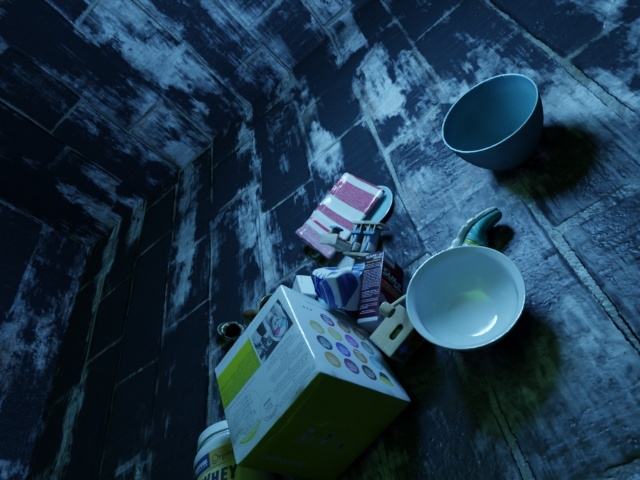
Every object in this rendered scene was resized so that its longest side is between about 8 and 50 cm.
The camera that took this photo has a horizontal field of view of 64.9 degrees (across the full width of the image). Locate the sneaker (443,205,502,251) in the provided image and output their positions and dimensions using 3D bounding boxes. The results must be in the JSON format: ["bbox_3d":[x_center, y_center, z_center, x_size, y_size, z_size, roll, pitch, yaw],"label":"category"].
[{"bbox_3d":[0.439,0.028,1.446,0.110,0.107,0.275,37,93,34],"label":"sneaker"}]

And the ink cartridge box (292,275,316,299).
[{"bbox_3d":[-0.066,0.205,1.783,0.099,0.056,0.135,-111,33,-49],"label":"ink cartridge box"}]

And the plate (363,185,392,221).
[{"bbox_3d":[0.192,-0.119,1.868,0.188,0.024,0.188,-28,42,29],"label":"plate"}]

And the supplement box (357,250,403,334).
[{"bbox_3d":[0.187,0.167,1.539,0.073,0.130,0.239,-16,49,33],"label":"supplement box"}]

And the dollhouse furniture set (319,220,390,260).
[{"bbox_3d":[0.120,-0.017,1.705,0.129,0.184,0.129,4,74,47],"label":"dollhouse furniture set"}]

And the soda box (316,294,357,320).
[{"bbox_3d":[0.057,0.231,1.675,0.071,0.067,0.210,-43,38,12],"label":"soda box"}]

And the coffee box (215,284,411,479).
[{"bbox_3d":[-0.034,0.395,1.369,0.338,0.338,0.334,-51,36,14],"label":"coffee box"}]

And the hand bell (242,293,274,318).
[{"bbox_3d":[-0.241,0.278,1.938,0.242,0.126,0.126,-16,48,53],"label":"hand bell"}]

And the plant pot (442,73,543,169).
[{"bbox_3d":[0.546,-0.327,1.527,0.290,0.195,0.290,-27,43,29],"label":"plant pot"}]

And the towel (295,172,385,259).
[{"bbox_3d":[0.069,-0.101,1.911,0.329,0.037,0.237,-51,42,-3],"label":"towel"}]

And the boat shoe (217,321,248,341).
[{"bbox_3d":[-0.347,0.356,1.990,0.228,0.069,0.081,3,62,47],"label":"boat shoe"}]

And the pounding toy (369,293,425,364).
[{"bbox_3d":[0.228,0.230,1.369,0.181,0.206,0.094,-51,55,0],"label":"pounding toy"}]

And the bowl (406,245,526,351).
[{"bbox_3d":[0.381,0.170,1.304,0.298,0.134,0.297,-14,50,17],"label":"bowl"}]

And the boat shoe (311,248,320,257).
[{"bbox_3d":[0.000,0.000,1.952,0.049,0.040,0.142,15,70,51],"label":"boat shoe"}]

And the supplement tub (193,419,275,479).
[{"bbox_3d":[-0.245,0.707,1.453,0.228,0.228,0.316,-41,38,13],"label":"supplement tub"}]

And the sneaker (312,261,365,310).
[{"bbox_3d":[0.045,0.149,1.573,0.182,0.315,0.127,-11,92,24],"label":"sneaker"}]
